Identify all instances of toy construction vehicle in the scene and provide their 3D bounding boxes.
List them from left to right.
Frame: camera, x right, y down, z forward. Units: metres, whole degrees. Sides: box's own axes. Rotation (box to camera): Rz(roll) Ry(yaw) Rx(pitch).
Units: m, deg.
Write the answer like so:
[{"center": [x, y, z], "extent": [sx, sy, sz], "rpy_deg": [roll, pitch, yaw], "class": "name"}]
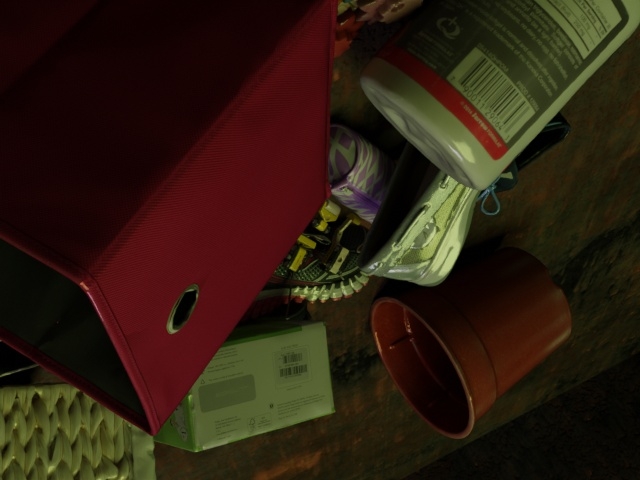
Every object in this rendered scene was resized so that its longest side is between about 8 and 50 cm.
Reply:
[{"center": [0.000, 0.000, 1.163], "extent": [0.086, 0.035, 0.098], "rpy_deg": [27, 91, -38], "class": "toy construction vehicle"}]

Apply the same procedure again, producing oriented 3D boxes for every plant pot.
[{"center": [0.272, 0.156, 1.627], "extent": [0.265, 0.272, 0.272], "rpy_deg": [-29, 155, -21], "class": "plant pot"}]

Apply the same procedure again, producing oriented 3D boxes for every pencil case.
[{"center": [0.051, -0.075, 1.165], "extent": [0.086, 0.088, 0.206], "rpy_deg": [-36, 154, 16], "class": "pencil case"}]

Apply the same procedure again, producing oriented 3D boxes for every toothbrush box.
[{"center": [-0.151, 0.171, 1.193], "extent": [0.206, 0.122, 0.283], "rpy_deg": [-8, -179, -38], "class": "toothbrush box"}]

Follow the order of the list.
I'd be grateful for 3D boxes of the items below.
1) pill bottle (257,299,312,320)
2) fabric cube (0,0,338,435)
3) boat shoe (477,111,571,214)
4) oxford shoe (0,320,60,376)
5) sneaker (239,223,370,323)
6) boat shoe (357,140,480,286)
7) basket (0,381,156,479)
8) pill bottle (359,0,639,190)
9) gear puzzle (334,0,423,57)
[{"center": [-0.074, 0.156, 1.379], "extent": [0.123, 0.123, 0.219], "rpy_deg": [-17, 138, -25], "class": "pill bottle"}, {"center": [-0.159, -0.061, 0.680], "extent": [0.258, 0.259, 0.254], "rpy_deg": [-53, 163, -26], "class": "fabric cube"}, {"center": [0.225, -0.107, 1.223], "extent": [0.258, 0.089, 0.109], "rpy_deg": [-42, 148, -15], "class": "boat shoe"}, {"center": [-0.277, 0.050, 0.936], "extent": [0.364, 0.133, 0.130], "rpy_deg": [-40, 161, -22], "class": "oxford shoe"}, {"center": [-0.036, 0.021, 1.222], "extent": [0.299, 0.121, 0.112], "rpy_deg": [-15, 120, -43], "class": "sneaker"}, {"center": [0.134, -0.099, 1.095], "extent": [0.103, 0.118, 0.320], "rpy_deg": [8, 111, -26], "class": "boat shoe"}, {"center": [-0.381, 0.326, 1.068], "extent": [0.266, 0.328, 0.331], "rpy_deg": [7, 163, -43], "class": "basket"}, {"center": [0.204, -0.219, 0.939], "extent": [0.318, 0.176, 0.176], "rpy_deg": [-47, 153, 1], "class": "pill bottle"}, {"center": [-0.047, -0.171, 0.880], "extent": [0.339, 0.044, 0.175], "rpy_deg": [-28, 170, 15], "class": "gear puzzle"}]
